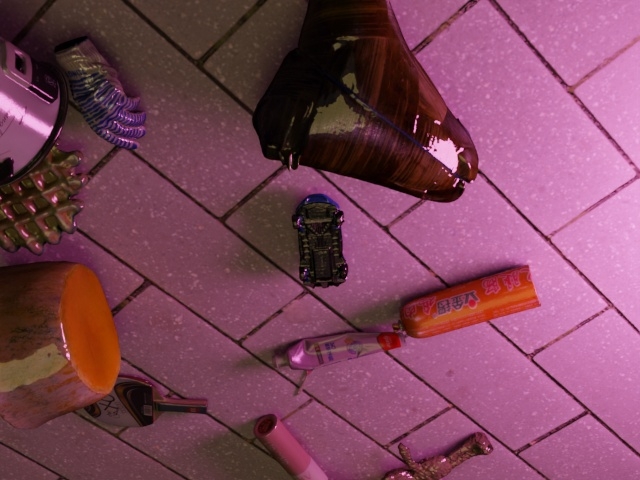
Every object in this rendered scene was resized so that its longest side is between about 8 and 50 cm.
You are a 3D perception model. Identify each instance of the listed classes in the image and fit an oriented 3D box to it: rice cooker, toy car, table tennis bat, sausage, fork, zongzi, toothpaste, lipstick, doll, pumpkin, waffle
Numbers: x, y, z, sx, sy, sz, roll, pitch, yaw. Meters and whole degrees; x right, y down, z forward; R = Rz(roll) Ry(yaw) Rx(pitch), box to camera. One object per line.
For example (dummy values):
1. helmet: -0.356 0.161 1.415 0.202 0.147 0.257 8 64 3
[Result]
1. rice cooker: -0.549 -0.220 1.320 0.241 0.280 0.227 -27 150 17
2. toy car: 0.000 0.000 1.614 0.103 0.063 0.216 -4 120 2
3. table tennis bat: -0.419 0.385 1.913 0.301 0.022 0.173 6 126 -2
4. sausage: 0.299 0.137 1.698 0.312 0.093 0.093 -18 124 12
5. fork: -0.035 0.325 1.879 0.016 0.012 0.115 17 129 -8
6. zongzi: 0.138 -0.291 1.345 0.404 0.208 0.432 16 112 -18
7. toothpaste: 0.041 0.244 1.802 0.301 0.048 0.075 -11 121 5
8. lipstick: -0.071 0.532 1.989 0.070 0.070 0.254 -24 122 16
9. doll: 0.291 0.577 2.027 0.286 0.091 0.202 -13 137 -4
10. pumpkin: -0.531 0.185 1.599 0.199 0.332 0.332 -20 124 5
11. waffle: -0.603 -0.107 1.534 0.309 0.056 0.291 19 123 -12

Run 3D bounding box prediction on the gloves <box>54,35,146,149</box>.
1. gloves: -0.386 -0.252 1.420 0.119 0.097 0.229 -1 138 38
